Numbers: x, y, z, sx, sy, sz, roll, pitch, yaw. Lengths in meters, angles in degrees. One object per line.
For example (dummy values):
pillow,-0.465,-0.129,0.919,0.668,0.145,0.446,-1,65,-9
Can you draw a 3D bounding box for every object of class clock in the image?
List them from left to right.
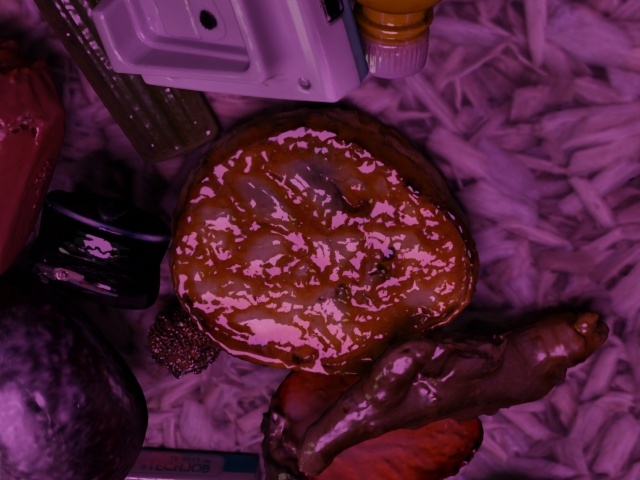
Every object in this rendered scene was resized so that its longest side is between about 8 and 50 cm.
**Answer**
clock,-0.102,-0.238,1.576,0.231,0.116,0.262,13,136,38

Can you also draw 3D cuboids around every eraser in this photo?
eraser,-0.177,0.288,2.075,0.225,0.052,0.096,2,129,7

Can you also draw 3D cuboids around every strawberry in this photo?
strawberry,0.049,0.222,1.937,0.236,0.190,0.111,-3,154,-14

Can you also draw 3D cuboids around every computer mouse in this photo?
computer mouse,-0.215,0.003,1.806,0.137,0.096,0.233,14,165,-9

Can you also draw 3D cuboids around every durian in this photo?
durian,-0.143,0.103,1.913,0.080,0.080,0.091,-7,146,14

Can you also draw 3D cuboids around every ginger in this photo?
ginger,0.134,0.137,1.843,0.333,0.080,0.166,-11,139,-16

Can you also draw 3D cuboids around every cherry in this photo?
cherry,-0.308,0.169,1.895,0.255,0.218,0.296,16,140,39

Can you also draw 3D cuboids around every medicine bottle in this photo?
medicine bottle,0.067,-0.248,1.588,0.121,0.122,0.212,7,127,4

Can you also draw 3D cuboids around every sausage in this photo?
sausage,-0.338,-0.072,1.768,0.152,0.152,0.280,22,127,-8

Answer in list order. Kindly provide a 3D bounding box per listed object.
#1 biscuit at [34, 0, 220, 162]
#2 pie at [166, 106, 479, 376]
biscuit,-0.204,-0.201,1.721,0.099,0.038,0.322,-20,121,18
pie,0.000,0.000,1.812,0.315,0.092,0.315,3,122,4
